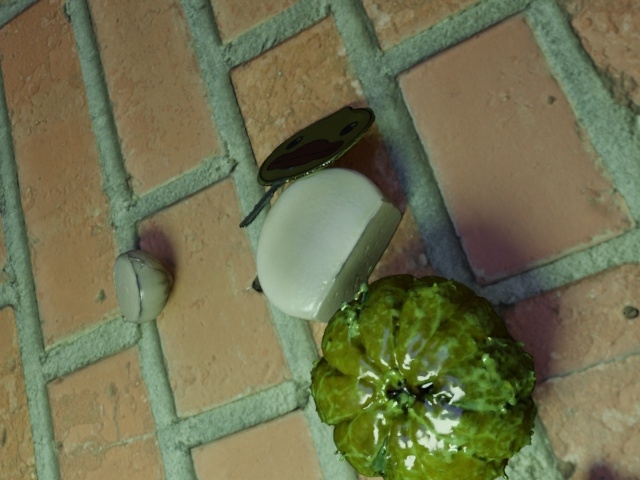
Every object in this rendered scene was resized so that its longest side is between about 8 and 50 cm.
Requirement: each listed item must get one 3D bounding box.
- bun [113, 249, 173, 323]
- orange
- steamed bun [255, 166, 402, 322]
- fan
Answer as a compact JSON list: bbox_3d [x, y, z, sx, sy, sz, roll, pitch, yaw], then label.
[{"bbox_3d":[-0.316,0.082,1.144,0.138,0.094,0.138,13,107,50],"label":"bun"},{"bbox_3d":[0.145,0.189,0.843,0.301,0.223,0.300,22,103,26],"label":"orange"},{"bbox_3d":[0.000,0.000,0.987,0.164,0.146,0.242,32,92,22],"label":"steamed bun"},{"bbox_3d":[-0.030,-0.129,0.994,0.229,0.011,0.335,-8,36,43],"label":"fan"}]
